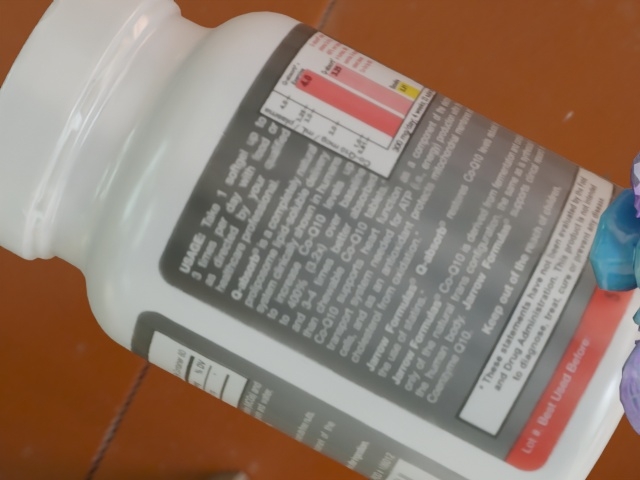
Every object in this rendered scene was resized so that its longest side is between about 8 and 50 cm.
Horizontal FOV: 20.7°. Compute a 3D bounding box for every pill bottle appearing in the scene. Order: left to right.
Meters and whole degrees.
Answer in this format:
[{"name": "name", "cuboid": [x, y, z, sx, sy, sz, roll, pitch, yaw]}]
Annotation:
[{"name": "pill bottle", "cuboid": [0.000, 0.000, 0.979, 0.363, 0.210, 0.210, 28, 123, 3]}]

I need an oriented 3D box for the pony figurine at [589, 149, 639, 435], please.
[{"name": "pony figurine", "cuboid": [0.162, -0.064, 0.420, 0.302, 0.351, 0.363, -12, 143, 19]}]
